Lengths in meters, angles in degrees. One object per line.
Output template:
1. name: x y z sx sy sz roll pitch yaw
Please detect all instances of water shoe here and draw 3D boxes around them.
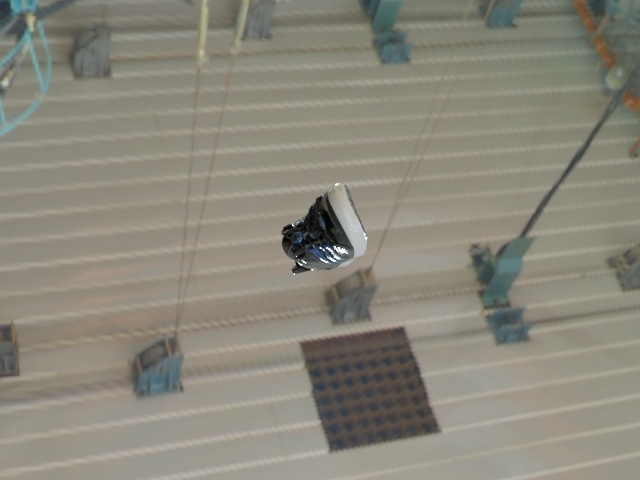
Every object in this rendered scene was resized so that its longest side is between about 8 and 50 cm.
1. water shoe: 0.000 0.000 1.204 0.080 0.203 0.072 -19 -104 -7
